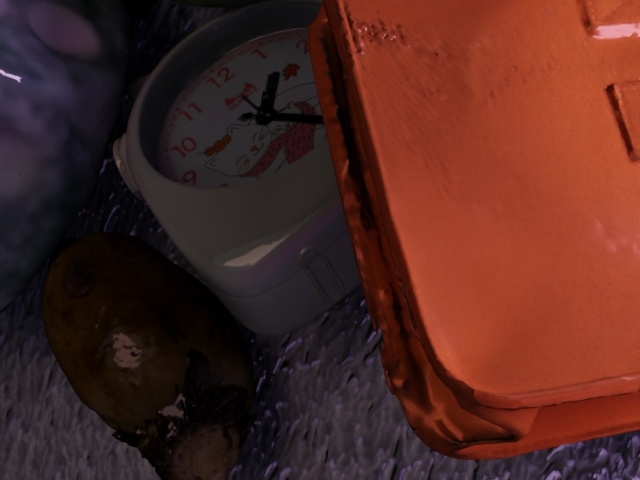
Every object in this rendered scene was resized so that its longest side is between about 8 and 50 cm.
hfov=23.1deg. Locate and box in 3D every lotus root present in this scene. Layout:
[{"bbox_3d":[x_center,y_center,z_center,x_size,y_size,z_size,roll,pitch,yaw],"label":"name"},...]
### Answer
[{"bbox_3d":[-0.152,0.083,1.345,0.141,0.169,0.314,-41,51,-2],"label":"lotus root"}]

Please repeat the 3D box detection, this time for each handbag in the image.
[{"bbox_3d":[0.167,-0.059,1.122,0.303,0.116,0.410,-8,62,-10],"label":"handbag"}]

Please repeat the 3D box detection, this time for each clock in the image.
[{"bbox_3d":[-0.035,-0.093,1.325,0.265,0.109,0.324,-39,46,-6],"label":"clock"}]

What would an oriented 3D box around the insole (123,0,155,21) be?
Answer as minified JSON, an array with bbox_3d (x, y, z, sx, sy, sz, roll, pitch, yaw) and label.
[{"bbox_3d":[-0.156,-0.385,1.629,0.119,0.009,0.348,8,78,36],"label":"insole"}]

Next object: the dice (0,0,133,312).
[{"bbox_3d":[-0.387,-0.139,1.434,0.348,0.328,0.330,-53,29,25],"label":"dice"}]

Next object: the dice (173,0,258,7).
[{"bbox_3d":[-0.107,-0.416,1.348,0.322,0.330,0.318,-48,47,-12],"label":"dice"}]
